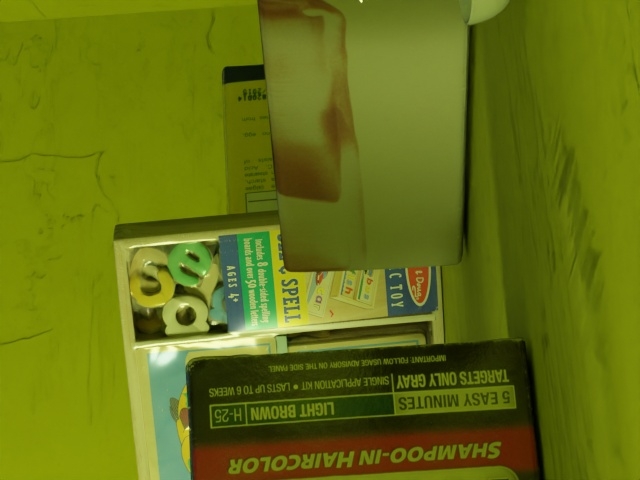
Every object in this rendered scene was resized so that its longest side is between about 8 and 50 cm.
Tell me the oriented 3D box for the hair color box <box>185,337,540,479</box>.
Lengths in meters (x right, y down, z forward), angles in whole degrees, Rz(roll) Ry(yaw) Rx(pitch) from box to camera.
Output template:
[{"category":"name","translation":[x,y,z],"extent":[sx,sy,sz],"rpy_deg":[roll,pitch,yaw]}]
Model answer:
[{"category":"hair color box","translation":[0.029,0.229,0.752],"extent":[0.105,0.174,0.347],"rpy_deg":[93,172,-75]}]

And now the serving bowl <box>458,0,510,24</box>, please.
[{"category":"serving bowl","translation":[0.076,-0.139,0.689],"extent":[0.083,0.027,0.083],"rpy_deg":[-4,-90,-90]}]

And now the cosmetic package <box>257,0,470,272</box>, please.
[{"category":"cosmetic package","translation":[0.026,-0.130,0.991],"extent":[0.296,0.129,0.153],"rpy_deg":[87,-179,-47]}]

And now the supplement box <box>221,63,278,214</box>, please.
[{"category":"supplement box","translation":[0.000,0.000,1.666],"extent":[0.195,0.194,0.356],"rpy_deg":[87,179,-58]}]

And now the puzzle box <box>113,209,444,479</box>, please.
[{"category":"puzzle box","translation":[-0.023,0.174,1.323],"extent":[0.052,0.272,0.408],"rpy_deg":[-111,15,-74]}]
